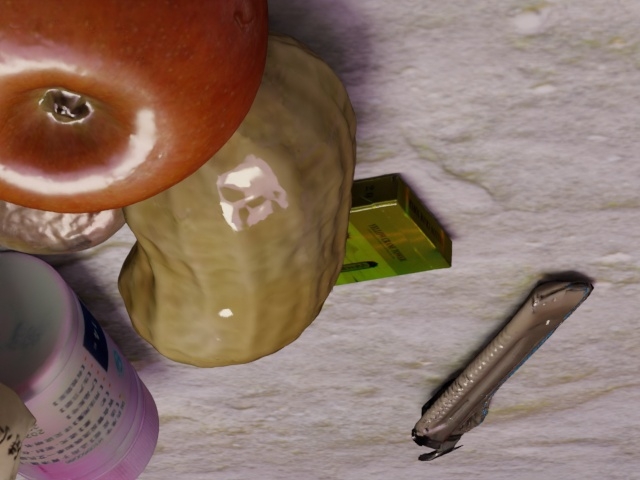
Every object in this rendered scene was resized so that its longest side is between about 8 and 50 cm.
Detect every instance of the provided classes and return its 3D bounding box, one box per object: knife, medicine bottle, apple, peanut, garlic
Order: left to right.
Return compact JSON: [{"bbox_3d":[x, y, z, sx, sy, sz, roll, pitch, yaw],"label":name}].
[{"bbox_3d":[-0.230,-0.052,1.417,0.198,0.090,0.129,0,137,18],"label":"garlic"},{"bbox_3d":[-0.255,0.133,1.675,0.152,0.152,0.254,-4,152,13],"label":"medicine bottle"},{"bbox_3d":[-0.162,-0.137,1.104,0.251,0.206,0.272,-22,142,34],"label":"apple"},{"bbox_3d":[-0.061,-0.014,1.336,0.174,0.158,0.340,-13,140,-12],"label":"peanut"},{"bbox_3d":[0.165,0.120,1.731,0.089,0.043,0.365,-22,160,-27],"label":"knife"}]

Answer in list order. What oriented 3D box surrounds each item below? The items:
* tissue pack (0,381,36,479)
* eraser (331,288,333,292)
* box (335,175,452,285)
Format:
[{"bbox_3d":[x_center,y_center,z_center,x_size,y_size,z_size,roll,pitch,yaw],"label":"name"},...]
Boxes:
[{"bbox_3d":[-0.475,0.107,1.449,0.390,0.195,0.376,-25,118,3],"label":"tissue pack"},{"bbox_3d":[-0.041,-0.018,1.456,0.103,0.023,0.150,4,136,8],"label":"eraser"},{"bbox_3d":[0.000,0.000,1.528,0.193,0.030,0.121,-10,149,23],"label":"box"}]
